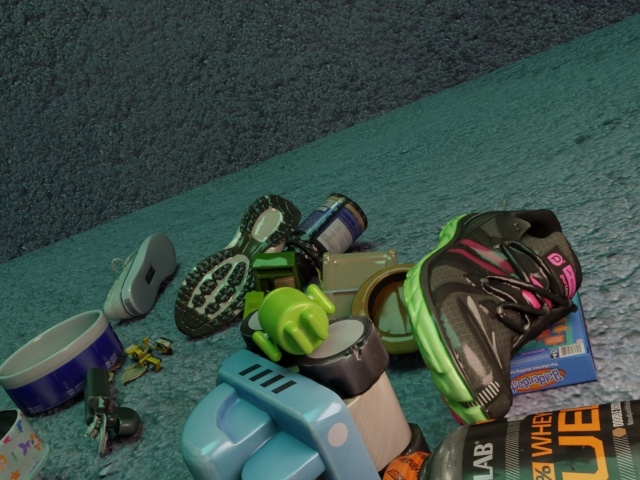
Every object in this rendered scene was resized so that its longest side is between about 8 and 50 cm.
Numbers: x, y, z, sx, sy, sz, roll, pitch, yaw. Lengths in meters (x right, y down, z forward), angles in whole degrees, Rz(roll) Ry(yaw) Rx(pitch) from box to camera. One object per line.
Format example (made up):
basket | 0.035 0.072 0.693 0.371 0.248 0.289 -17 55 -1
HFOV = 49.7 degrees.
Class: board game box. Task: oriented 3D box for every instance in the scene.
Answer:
board game box | 0.310 0.142 1.022 0.160 0.047 0.210 -16 21 22

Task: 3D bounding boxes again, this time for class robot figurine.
robot figurine | -0.034 0.094 0.825 0.101 0.067 0.115 -42 25 -12

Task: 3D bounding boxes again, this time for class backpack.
backpack | -0.579 0.392 1.145 0.254 0.191 0.225 -20 20 31

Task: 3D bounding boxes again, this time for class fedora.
fedora | 0.145 0.127 1.172 0.194 0.079 0.194 -13 43 12

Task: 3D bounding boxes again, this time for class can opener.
can opener | -0.418 0.329 1.349 0.093 0.074 0.280 7 9 -25

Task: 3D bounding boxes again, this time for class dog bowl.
dog bowl | -0.593 0.273 1.583 0.265 0.104 0.265 -24 17 8

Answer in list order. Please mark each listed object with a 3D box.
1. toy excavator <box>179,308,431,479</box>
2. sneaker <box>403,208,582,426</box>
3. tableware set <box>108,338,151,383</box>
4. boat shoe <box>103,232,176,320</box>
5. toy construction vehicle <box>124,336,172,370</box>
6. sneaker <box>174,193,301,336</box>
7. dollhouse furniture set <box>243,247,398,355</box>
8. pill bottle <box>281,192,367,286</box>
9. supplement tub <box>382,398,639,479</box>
toy excavator | -0.066 0.295 0.787 0.445 0.222 0.433 -35 23 -25
sneaker | 0.248 0.064 0.949 0.202 0.185 0.483 -19 20 28
tableware set | -0.447 0.284 1.549 0.141 0.020 0.168 -23 19 0
boat shoe | -0.528 0.110 1.968 0.157 0.135 0.367 -21 29 16
toy construction vehicle | -0.373 0.249 1.519 0.098 0.035 0.086 13 33 26
sneaker | -0.188 0.086 1.664 0.158 0.182 0.410 33 63 14
dollhouse furniture set | 0.014 0.136 1.356 0.302 0.151 0.197 -4 42 4
pill bottle | 0.000 0.000 1.617 0.219 0.122 0.123 -46 27 -22
supplement tub | 0.234 0.246 0.585 0.338 0.207 0.207 -15 20 22
